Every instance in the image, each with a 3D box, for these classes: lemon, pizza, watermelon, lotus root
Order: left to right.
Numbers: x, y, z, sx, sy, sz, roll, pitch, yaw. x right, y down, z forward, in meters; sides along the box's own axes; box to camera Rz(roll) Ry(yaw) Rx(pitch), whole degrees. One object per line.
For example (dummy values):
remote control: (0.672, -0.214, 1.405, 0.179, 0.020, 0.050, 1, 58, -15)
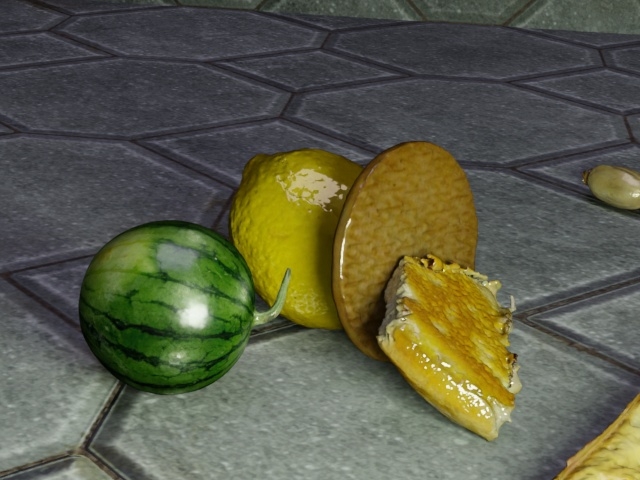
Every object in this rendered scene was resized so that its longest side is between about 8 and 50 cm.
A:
watermelon: (-0.150, 0.074, 1.439, 0.214, 0.188, 0.188, 12, 20, 2)
lemon: (0.000, 0.000, 1.622, 0.260, 0.204, 0.204, 44, 28, 3)
pizza: (0.149, 0.098, 1.492, 0.189, 0.071, 0.297, 37, 28, -5)
lotus root: (0.469, -0.085, 2.134, 0.073, 0.062, 0.150, -5, 20, -40)

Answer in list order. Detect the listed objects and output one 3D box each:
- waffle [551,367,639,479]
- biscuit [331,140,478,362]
waffle: (0.394, 0.226, 1.243, 0.304, 0.078, 0.348, 13, 22, 30)
biscuit: (0.095, 0.013, 1.536, 0.037, 0.262, 0.262, 9, 19, 39)
